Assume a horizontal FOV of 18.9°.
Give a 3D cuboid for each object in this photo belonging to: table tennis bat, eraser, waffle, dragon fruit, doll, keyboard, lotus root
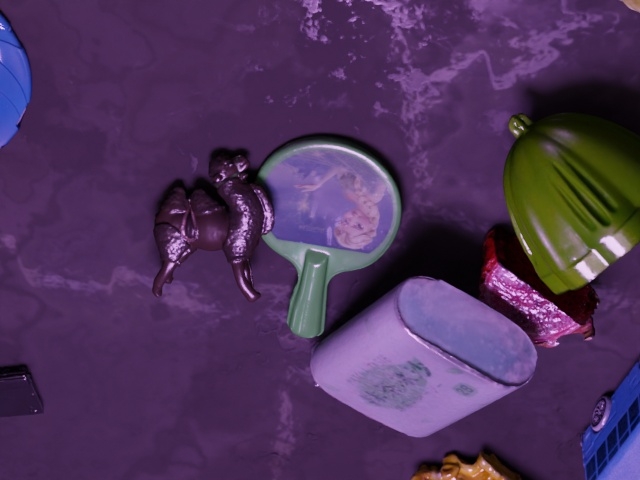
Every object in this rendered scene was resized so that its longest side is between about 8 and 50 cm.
[{"bbox_3d":[0.000,0.000,2.065,0.160,0.039,0.257,12,126,2],"label":"table tennis bat"},{"bbox_3d":[0.105,0.128,2.066,0.174,0.081,0.227,28,153,-13],"label":"eraser"},{"bbox_3d":[0.187,0.340,2.275,0.211,0.055,0.160,39,111,-12],"label":"waffle"},{"bbox_3d":[0.217,0.067,2.058,0.147,0.102,0.096,34,116,-8],"label":"dragon fruit"},{"bbox_3d":[-0.114,-0.015,2.045,0.139,0.057,0.165,7,112,16],"label":"doll"},{"bbox_3d":[-0.441,0.187,2.258,0.231,0.023,0.072,-7,134,11],"label":"keyboard"},{"bbox_3d":[0.249,-0.064,1.927,0.186,0.186,0.186,3,128,3],"label":"lotus root"}]

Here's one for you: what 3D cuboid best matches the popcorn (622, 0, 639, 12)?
[{"bbox_3d":[0.339,-0.322,1.636,0.312,0.312,0.312,3,128,3],"label":"popcorn"}]

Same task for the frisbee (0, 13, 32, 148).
[{"bbox_3d":[-0.417,-0.166,1.971,0.242,0.045,0.242,2,127,3],"label":"frisbee"}]

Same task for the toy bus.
[{"bbox_3d":[0.388,0.194,2.115,0.116,0.133,0.234,22,127,-10],"label":"toy bus"}]
